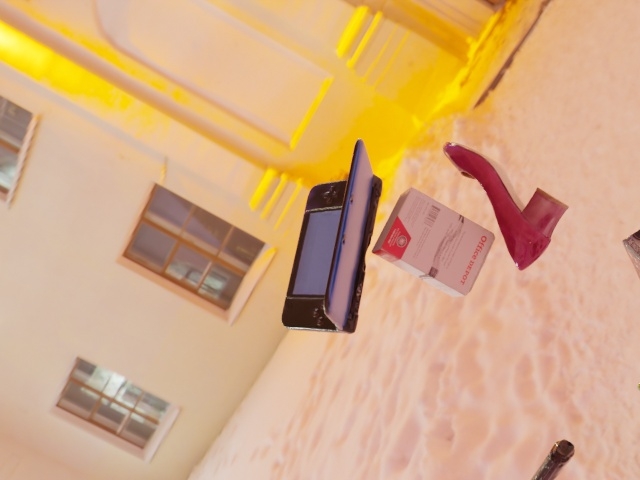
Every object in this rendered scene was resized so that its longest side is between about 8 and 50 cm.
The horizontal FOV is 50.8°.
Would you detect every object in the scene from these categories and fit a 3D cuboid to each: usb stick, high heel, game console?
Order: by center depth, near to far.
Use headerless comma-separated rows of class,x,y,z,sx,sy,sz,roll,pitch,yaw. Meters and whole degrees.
high heel,0.258,-0.061,1.044,0.082,0.244,0.117,10,-66,-52
game console,0.000,0.000,1.164,0.250,0.173,0.292,-4,68,43
usb stick,0.483,0.549,1.502,0.077,0.045,0.277,-19,-42,-42

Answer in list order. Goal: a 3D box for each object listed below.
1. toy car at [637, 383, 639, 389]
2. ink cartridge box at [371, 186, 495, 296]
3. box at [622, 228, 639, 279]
toy car,0.590,0.287,1.106,0.053,0.225,0.239,-36,39,21
ink cartridge box,0.172,0.005,1.027,0.109,0.151,0.063,-62,6,-12
box,0.757,0.076,1.355,0.142,0.163,0.247,-36,41,10
